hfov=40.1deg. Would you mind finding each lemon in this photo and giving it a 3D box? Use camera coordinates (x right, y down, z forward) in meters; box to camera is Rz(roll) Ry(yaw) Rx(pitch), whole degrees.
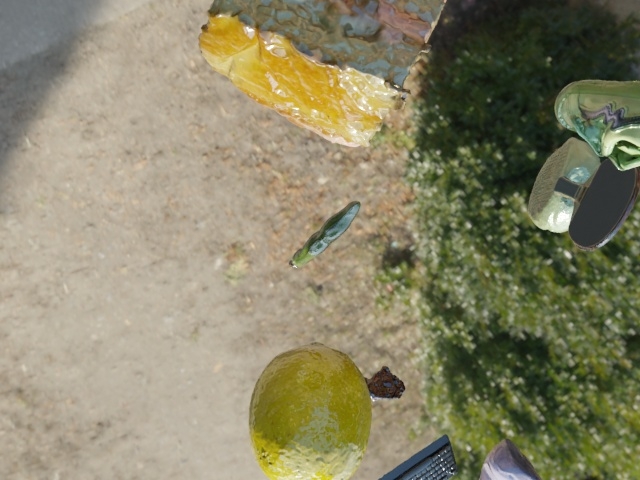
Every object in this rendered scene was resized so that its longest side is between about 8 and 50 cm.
[{"bbox_3d":[-0.020,0.350,1.702,0.245,0.320,0.245,5,158,2],"label":"lemon"}]

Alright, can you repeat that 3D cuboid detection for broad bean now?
[{"bbox_3d":[-0.001,0.001,1.812,0.060,0.043,0.297,-41,179,-42],"label":"broad bean"}]

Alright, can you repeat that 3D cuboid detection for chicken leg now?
[{"bbox_3d":[0.125,0.358,2.207,0.205,0.093,0.053,10,163,-33],"label":"chicken leg"}]

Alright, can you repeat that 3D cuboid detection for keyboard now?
[{"bbox_3d":[0.103,0.336,1.171,0.196,0.015,0.074,-28,123,-21],"label":"keyboard"}]

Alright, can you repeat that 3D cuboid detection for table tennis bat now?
[{"bbox_3d":[0.477,-0.074,1.556,0.022,0.301,0.173,24,98,-9],"label":"table tennis bat"}]

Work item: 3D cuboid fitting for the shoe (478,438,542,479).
[{"bbox_3d":[0.251,0.379,1.253,0.137,0.095,0.245,-33,139,-9],"label":"shoe"}]

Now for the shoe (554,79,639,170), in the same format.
[{"bbox_3d":[0.453,-0.185,1.337,0.140,0.262,0.128,36,76,-26],"label":"shoe"}]

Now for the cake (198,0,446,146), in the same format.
[{"bbox_3d":[0.016,-0.338,1.311,0.314,0.307,0.293,26,160,-4],"label":"cake"}]

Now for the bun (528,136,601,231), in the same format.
[{"bbox_3d":[0.537,-0.111,1.896,0.108,0.221,0.221,21,125,-1],"label":"bun"}]
